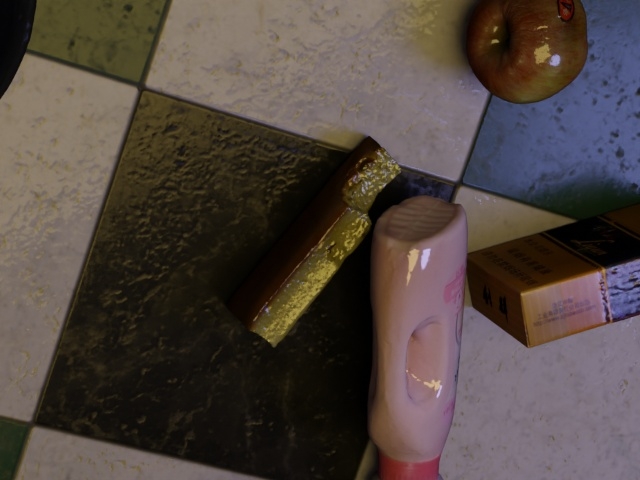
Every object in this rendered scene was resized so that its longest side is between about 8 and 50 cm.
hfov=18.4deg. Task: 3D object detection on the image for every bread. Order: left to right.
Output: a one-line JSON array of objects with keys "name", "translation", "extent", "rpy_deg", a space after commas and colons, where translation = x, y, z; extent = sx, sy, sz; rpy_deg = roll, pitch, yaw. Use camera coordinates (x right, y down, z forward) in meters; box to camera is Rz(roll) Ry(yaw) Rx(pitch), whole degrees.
[{"name": "bread", "translation": [0.000, 0.000, 1.964], "extent": [0.049, 0.088, 0.226], "rpy_deg": [40, 90, -21]}]

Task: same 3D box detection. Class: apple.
[{"name": "apple", "translation": [0.207, -0.197, 1.965], "extent": [0.102, 0.126, 0.126], "rpy_deg": [3, 104, -44]}]

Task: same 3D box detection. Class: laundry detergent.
[{"name": "laundry detergent", "translation": [0.094, 0.130, 2.002], "extent": [0.088, 0.159, 0.335], "rpy_deg": [11, 115, 22]}]

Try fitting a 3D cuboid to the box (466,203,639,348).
[{"name": "box", "translation": [0.286, 0.031, 2.032], "extent": [0.237, 0.152, 0.070], "rpy_deg": [-17, 109, -13]}]

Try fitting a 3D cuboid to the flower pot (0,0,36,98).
[{"name": "flower pot", "translation": [-0.418, -0.203, 1.688], "extent": [0.379, 0.251, 0.379], "rpy_deg": [-5, 107, -18]}]
